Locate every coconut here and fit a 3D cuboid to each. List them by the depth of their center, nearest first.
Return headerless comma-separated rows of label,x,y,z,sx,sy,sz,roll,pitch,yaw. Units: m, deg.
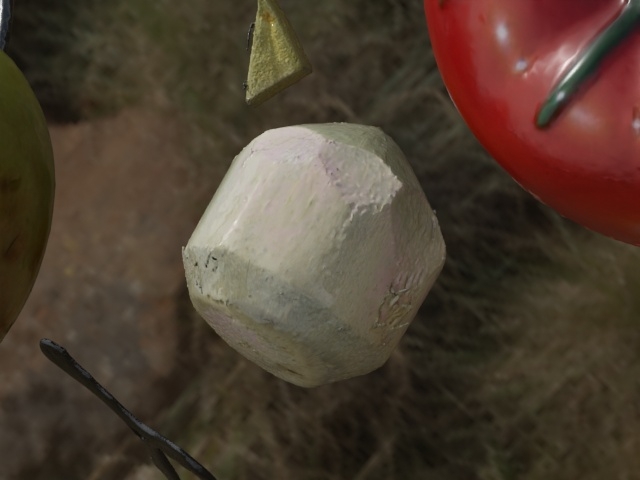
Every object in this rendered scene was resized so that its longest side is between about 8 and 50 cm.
coconut,0.000,0.000,1.714,0.224,0.224,0.234,23,72,50

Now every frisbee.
frisbee,-0.151,0.176,1.709,0.211,0.187,0.012,34,72,29

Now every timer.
timer,0.262,-0.179,1.337,0.378,0.279,0.378,-2,84,22

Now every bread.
bread,-0.067,-0.210,2.122,0.080,0.109,0.084,-28,1,7

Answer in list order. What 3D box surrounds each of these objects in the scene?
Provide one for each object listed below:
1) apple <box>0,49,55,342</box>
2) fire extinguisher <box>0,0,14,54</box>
apple,-0.370,-0.036,1.475,0.338,0.338,0.305,25,93,50
fire extinguisher,-0.393,-0.172,2.157,0.200,0.113,0.376,-28,51,3
